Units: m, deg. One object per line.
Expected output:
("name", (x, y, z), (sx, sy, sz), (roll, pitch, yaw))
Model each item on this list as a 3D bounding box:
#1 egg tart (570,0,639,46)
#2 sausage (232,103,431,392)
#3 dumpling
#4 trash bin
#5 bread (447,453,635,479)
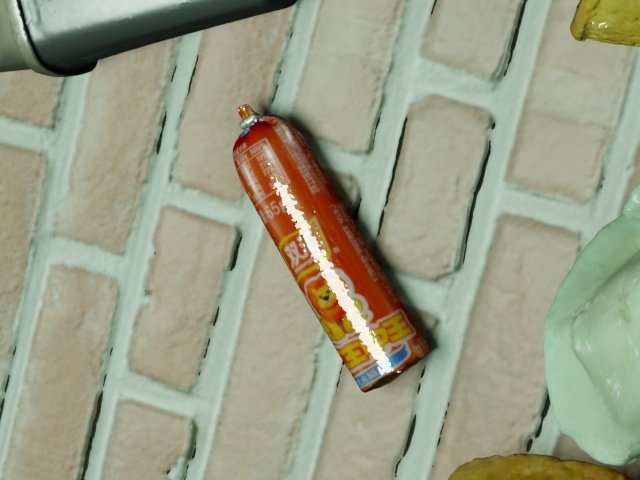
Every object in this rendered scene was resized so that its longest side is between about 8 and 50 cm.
("egg tart", (0.294, -0.227, 1.521), (0.147, 0.202, 0.202), (22, 103, 2))
("sausage", (0.000, 0.000, 1.703), (0.074, 0.074, 0.274), (-32, 84, 20))
("dumpling", (0.337, 0.058, 1.530), (0.321, 0.270, 0.211), (-13, 115, -3))
("trash bin", (-0.177, -0.258, 1.684), (0.290, 0.182, 0.209), (-10, 91, 16))
("bread", (0.241, 0.306, 1.551), (0.340, 0.179, 0.194), (14, 140, 15))
